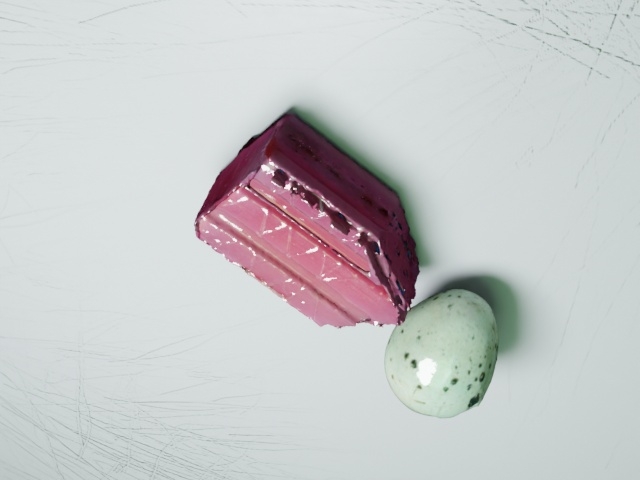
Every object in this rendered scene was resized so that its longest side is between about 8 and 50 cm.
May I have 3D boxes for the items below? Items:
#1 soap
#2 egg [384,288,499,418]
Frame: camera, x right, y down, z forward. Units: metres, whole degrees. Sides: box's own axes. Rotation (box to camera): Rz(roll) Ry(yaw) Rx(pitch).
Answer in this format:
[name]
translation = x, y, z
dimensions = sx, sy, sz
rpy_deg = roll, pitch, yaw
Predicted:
[soap]
translation = 0.000, 0.000, 1.101
dimensions = 0.250, 0.099, 0.162
rpy_deg = 38, 133, -18
[egg]
translation = 0.143, 0.128, 1.158
dimensions = 0.131, 0.131, 0.164
rpy_deg = 23, 133, -4
